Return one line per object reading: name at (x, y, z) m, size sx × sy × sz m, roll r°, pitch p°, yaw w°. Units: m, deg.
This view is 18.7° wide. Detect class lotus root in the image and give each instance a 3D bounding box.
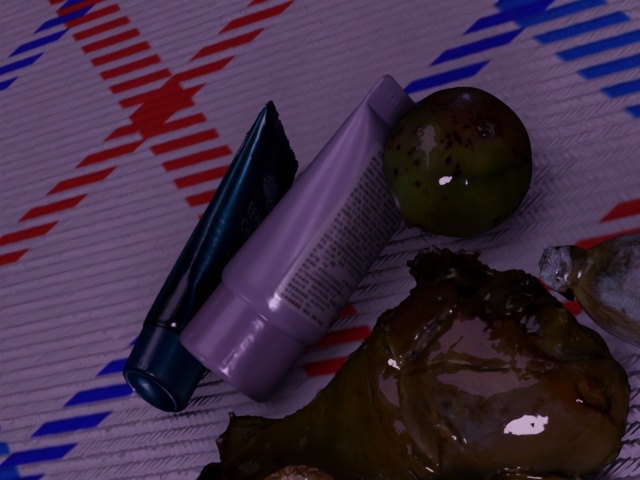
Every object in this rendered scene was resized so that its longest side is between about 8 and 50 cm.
lotus root at (0.230, 0.034, 1.315) m, size 0.165 × 0.088 × 0.088 m, roll 12°, pitch 60°, yaw 25°

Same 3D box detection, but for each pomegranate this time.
pomegranate at (0.104, -0.062, 1.543) m, size 0.130 × 0.130 × 0.130 m, roll -28°, pitch 37°, yaw 24°

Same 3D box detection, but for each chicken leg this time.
chicken leg at (0.055, 0.109, 1.393) m, size 0.361 × 0.140 × 0.212 m, roll -7°, pitch 57°, yaw 38°

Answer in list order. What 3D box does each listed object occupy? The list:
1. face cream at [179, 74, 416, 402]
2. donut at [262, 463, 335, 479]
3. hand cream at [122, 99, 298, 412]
face cream at (0.000, 0.000, 1.587) m, size 0.096 × 0.154 × 0.274 m, roll 37°, pitch 88°, yaw 34°
donut at (0.044, 0.220, 1.290) m, size 0.217 × 0.141 × 0.085 m, roll 9°, pitch 48°, yaw 31°
hand cream at (-0.089, 0.015, 1.684) m, size 0.061 × 0.120 × 0.271 m, roll 16°, pitch 66°, yaw 21°
